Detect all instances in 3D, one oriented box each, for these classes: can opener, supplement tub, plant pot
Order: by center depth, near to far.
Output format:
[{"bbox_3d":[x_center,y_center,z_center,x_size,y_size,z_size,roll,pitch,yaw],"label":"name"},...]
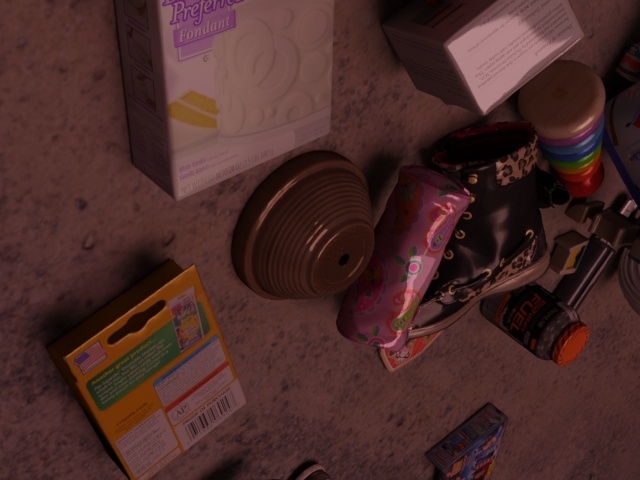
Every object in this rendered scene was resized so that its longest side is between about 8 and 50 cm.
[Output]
[{"bbox_3d":[0.000,0.000,1.501,0.237,0.110,0.237,-30,139,-30],"label":"plant pot"},{"bbox_3d":[0.413,0.151,2.018,0.117,0.190,0.117,-29,138,-30],"label":"supplement tub"},{"bbox_3d":[0.606,0.037,2.214,0.076,0.095,0.283,21,103,-53],"label":"can opener"}]

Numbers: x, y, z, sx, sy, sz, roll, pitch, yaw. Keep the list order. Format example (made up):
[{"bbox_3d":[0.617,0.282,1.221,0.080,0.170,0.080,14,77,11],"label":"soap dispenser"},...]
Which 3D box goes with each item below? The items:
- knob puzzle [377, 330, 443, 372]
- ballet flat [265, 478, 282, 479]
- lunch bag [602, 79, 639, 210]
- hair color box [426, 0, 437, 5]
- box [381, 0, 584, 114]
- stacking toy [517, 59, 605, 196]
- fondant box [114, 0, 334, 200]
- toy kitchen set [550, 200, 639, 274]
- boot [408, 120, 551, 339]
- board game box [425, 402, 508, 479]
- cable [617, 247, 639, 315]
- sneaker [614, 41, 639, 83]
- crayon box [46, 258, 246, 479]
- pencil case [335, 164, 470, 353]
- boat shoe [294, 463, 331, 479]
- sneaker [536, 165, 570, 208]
[{"bbox_3d":[0.176,0.161,1.902,0.213,0.030,0.213,-29,139,-29],"label":"knob puzzle"},{"bbox_3d":[-0.190,0.483,1.714,0.316,0.106,0.107,-37,117,-13],"label":"ballet flat"},{"bbox_3d":[0.708,-0.142,1.824,0.239,0.385,0.328,-9,160,-49],"label":"lunch bag"},{"bbox_3d":[0.096,-0.351,1.333,0.141,0.072,0.043,13,111,-52],"label":"hair color box"},{"bbox_3d":[0.211,-0.278,1.392,0.182,0.181,0.119,-38,119,-7],"label":"box"},{"bbox_3d":[0.440,-0.175,1.831,0.141,0.141,0.330,-49,150,-4],"label":"stacking toy"},{"bbox_3d":[-0.102,-0.236,1.195,0.238,0.096,0.330,-27,137,-30],"label":"fondant box"},{"bbox_3d":[0.581,0.029,2.082,0.122,0.207,0.166,-11,128,-42],"label":"toy kitchen set"},{"bbox_3d":[0.209,-0.016,1.695,0.377,0.138,0.284,-20,127,-16],"label":"boot"},{"bbox_3d":[0.307,0.476,2.296,0.194,0.060,0.194,-21,135,-34],"label":"board game box"},{"bbox_3d":[0.782,0.065,2.295,0.257,0.257,0.089,-51,140,-1],"label":"cable"},{"bbox_3d":[0.607,-0.334,1.926,0.161,0.057,0.075,-13,134,-38],"label":"sneaker"},{"bbox_3d":[-0.230,0.169,1.415,0.203,0.083,0.323,-37,143,-20],"label":"crayon box"},{"bbox_3d":[0.123,0.031,1.573,0.124,0.124,0.284,4,113,-49],"label":"pencil case"},{"bbox_3d":[-0.035,0.562,1.959,0.117,0.097,0.324,-7,125,-45],"label":"boat shoe"},{"bbox_3d":[0.413,-0.084,1.898,0.051,0.089,0.170,-47,144,0],"label":"sneaker"}]
